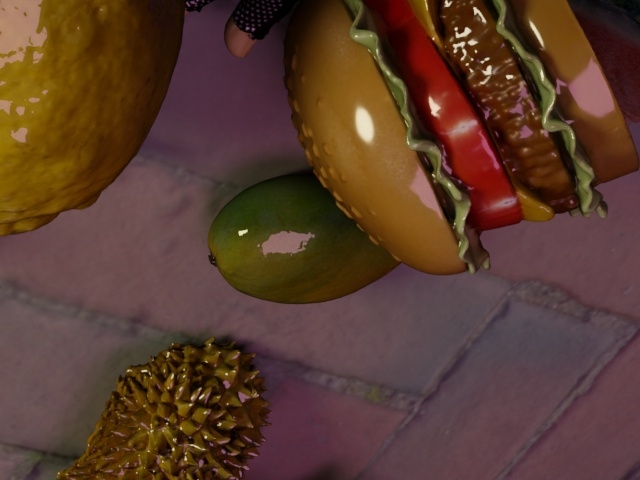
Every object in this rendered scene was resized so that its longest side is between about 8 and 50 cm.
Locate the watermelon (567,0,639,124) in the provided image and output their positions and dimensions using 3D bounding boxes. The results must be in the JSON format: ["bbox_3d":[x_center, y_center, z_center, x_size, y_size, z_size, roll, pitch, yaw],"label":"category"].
[{"bbox_3d":[0.246,-0.157,1.447,0.207,0.136,0.202,6,123,-11],"label":"watermelon"}]

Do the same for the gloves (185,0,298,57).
[{"bbox_3d":[-0.082,-0.205,1.278,0.129,0.106,0.180,23,148,-32],"label":"gloves"}]

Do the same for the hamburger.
[{"bbox_3d":[0.086,-0.104,1.305,0.212,0.274,0.274,-28,136,5],"label":"hamburger"}]

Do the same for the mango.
[{"bbox_3d":[-0.003,0.003,1.501,0.191,0.085,0.122,7,124,-28],"label":"mango"}]

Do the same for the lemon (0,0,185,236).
[{"bbox_3d":[-0.218,-0.157,1.128,0.285,0.285,0.316,8,143,-30],"label":"lemon"}]

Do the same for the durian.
[{"bbox_3d":[-0.133,0.203,1.603,0.183,0.138,0.250,17,116,-26],"label":"durian"}]
